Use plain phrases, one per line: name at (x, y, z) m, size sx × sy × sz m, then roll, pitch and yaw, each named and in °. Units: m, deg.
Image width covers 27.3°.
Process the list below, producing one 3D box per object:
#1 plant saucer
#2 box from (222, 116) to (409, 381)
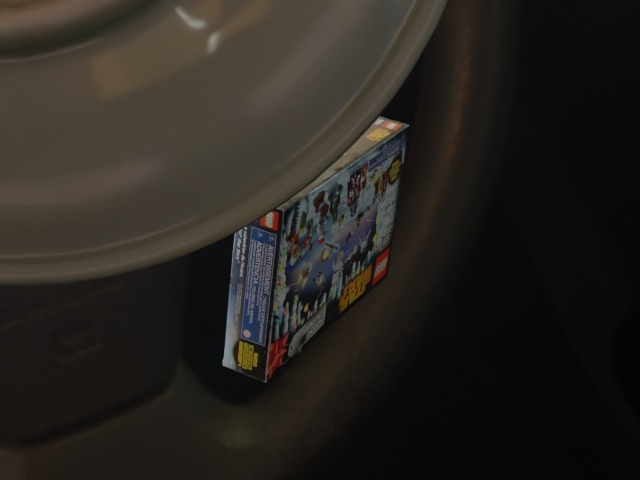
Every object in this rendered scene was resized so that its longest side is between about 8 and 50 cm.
plant saucer at (-0.129, -0.179, 0.528) m, size 0.401 × 0.400 × 0.100 m, roll -10°, pitch 1°, yaw -2°
box at (0.000, 0.000, 0.667) m, size 0.027 × 0.094 × 0.137 m, roll 19°, pitch 30°, yaw 22°
